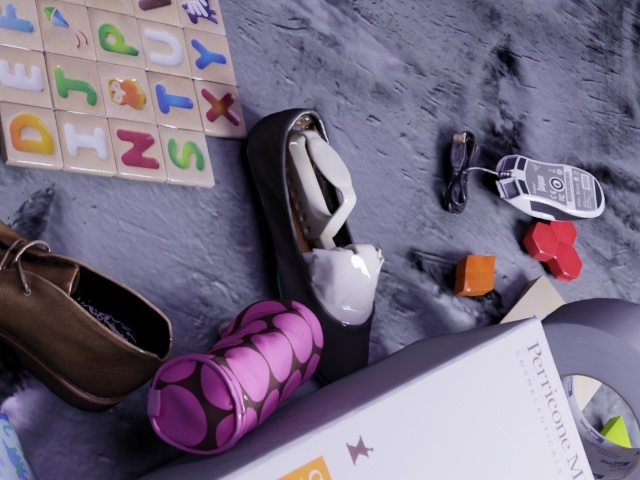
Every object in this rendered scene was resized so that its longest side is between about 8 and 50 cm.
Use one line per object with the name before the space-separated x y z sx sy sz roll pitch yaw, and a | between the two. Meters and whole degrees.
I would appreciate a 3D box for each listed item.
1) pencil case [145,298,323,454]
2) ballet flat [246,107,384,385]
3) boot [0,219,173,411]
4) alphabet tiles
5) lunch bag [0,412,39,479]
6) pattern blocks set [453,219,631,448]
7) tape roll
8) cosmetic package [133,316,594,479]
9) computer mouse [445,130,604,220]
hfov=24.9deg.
pencil case | -0.073 0.112 1.218 0.209 0.098 0.095 -28 130 -70
ballet flat | 0.000 0.000 1.383 0.095 0.096 0.280 -8 74 -43
boot | -0.249 0.020 1.152 0.305 0.115 0.112 35 52 -20
alphabet tiles | -0.214 -0.190 1.340 0.343 0.011 0.285 5 65 -44
lunch bag | -0.250 0.199 1.074 0.128 0.096 0.151 66 17 6
pattern blocks set | 0.240 0.132 1.566 0.325 0.026 0.285 -30 89 -45
tape roll | 0.277 0.167 1.408 0.072 0.219 0.219 -29 89 -45
cosmetic package | 0.035 0.245 1.223 0.453 0.161 0.230 -22 93 -45
computer mouse | 0.227 -0.057 1.625 0.193 0.042 0.106 14 53 -16
